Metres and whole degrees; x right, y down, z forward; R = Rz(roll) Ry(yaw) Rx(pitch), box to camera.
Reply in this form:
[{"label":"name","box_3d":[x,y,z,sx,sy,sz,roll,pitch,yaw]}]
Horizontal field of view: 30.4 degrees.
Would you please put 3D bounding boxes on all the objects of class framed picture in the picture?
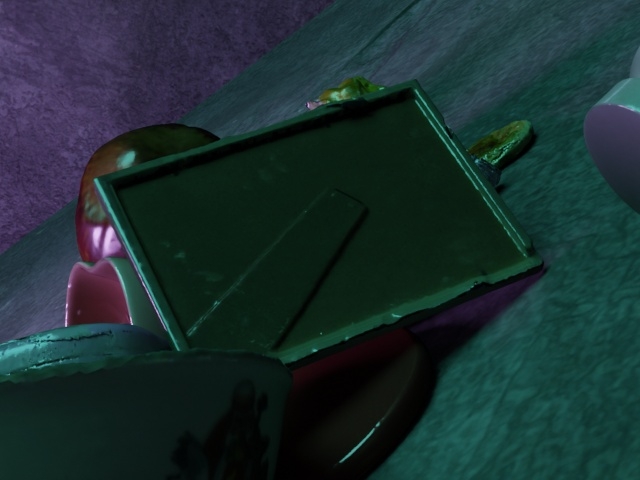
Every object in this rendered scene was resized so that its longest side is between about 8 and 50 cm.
[{"label":"framed picture","box_3d":[-0.002,-0.012,0.869,0.281,0.209,0.019,-19,-32,-17]}]

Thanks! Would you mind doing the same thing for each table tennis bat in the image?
[{"label":"table tennis bat","box_3d":[-0.054,0.157,0.863,0.310,0.038,0.200,-33,19,12]}]

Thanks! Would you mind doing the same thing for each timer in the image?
[{"label":"timer","box_3d":[-0.198,0.120,0.828,0.208,0.069,0.191,-18,-19,8]}]

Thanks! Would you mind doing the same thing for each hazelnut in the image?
[{"label":"hazelnut","box_3d":[-0.195,-0.031,1.418,0.234,0.218,0.218,-45,18,-29]}]

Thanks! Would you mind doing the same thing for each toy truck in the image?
[{"label":"toy truck","box_3d":[0.127,-0.049,1.090,0.083,0.039,0.044,-12,45,59]}]

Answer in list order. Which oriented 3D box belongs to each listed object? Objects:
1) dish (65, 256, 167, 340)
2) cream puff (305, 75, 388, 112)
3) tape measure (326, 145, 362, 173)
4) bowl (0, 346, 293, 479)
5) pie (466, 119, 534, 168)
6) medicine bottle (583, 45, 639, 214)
[{"label":"dish","box_3d":[-0.156,0.110,1.062,0.090,0.213,0.213,-6,-1,-30]},{"label":"cream puff","box_3d":[0.049,-0.094,1.226,0.121,0.156,0.156,26,58,38]},{"label":"tape measure","box_3d":[0.000,0.000,1.033,0.231,0.149,0.245,-30,10,11]},{"label":"bowl","box_3d":[-0.163,0.187,0.686,0.337,0.158,0.337,-12,-17,-4]},{"label":"pie","box_3d":[0.170,-0.089,1.146,0.084,0.020,0.084,-34,15,11]},{"label":"medicine bottle","box_3d":[0.295,-0.120,0.761,0.250,0.131,0.131,-41,16,-14]}]
